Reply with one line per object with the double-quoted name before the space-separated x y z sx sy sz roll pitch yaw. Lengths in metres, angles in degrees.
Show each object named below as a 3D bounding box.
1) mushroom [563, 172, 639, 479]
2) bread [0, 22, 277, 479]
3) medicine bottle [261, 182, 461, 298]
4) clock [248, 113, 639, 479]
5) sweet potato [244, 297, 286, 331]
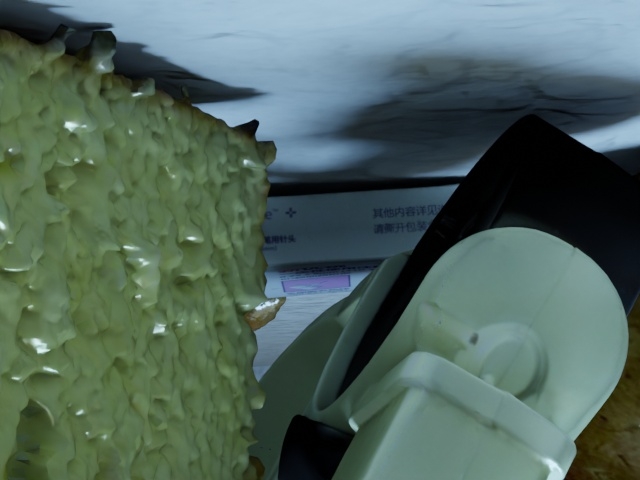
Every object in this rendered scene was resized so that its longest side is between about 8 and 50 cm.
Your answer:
"mushroom" 0.265 0.060 1.047 0.345 0.239 0.345 -27 164 -9
"bread" -0.151 0.024 0.671 0.179 0.194 0.340 2 174 21
"medicine bottle" 0.000 0.000 1.122 0.201 0.052 0.171 -4 173 0
"clock" 0.025 0.096 0.904 0.120 0.276 0.379 32 151 -3
"sweet potato" -0.107 0.061 1.665 0.065 0.051 0.218 0 174 -39
